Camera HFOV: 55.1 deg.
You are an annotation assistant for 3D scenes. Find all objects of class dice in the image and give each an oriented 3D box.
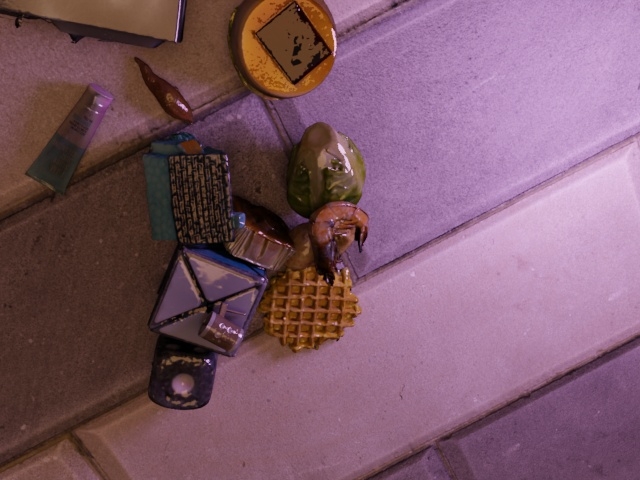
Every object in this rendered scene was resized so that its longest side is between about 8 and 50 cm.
[{"bbox_3d":[-0.402,0.377,1.797,0.182,0.183,0.182,11,103,-13],"label":"dice"}]

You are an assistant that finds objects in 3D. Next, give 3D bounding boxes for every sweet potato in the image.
[{"bbox_3d":[-0.415,-0.394,1.625,0.068,0.068,0.226,-40,108,4],"label":"sweet potato"}]

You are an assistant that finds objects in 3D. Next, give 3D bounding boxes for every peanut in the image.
[{"bbox_3d":[0.000,0.000,1.777,0.253,0.122,0.137,-18,141,-6],"label":"peanut"}]

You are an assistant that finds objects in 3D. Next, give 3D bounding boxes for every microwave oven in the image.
[{"bbox_3d":[-0.529,-0.648,1.437,0.431,0.236,0.375,8,105,-11],"label":"microwave oven"}]

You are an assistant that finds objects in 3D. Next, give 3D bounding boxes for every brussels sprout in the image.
[{"bbox_3d":[0.013,-0.184,1.668,0.219,0.210,0.272,-1,139,5],"label":"brussels sprout"}]

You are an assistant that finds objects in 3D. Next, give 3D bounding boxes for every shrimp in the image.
[{"bbox_3d":[0.053,-0.002,1.679,0.178,0.075,0.290,-20,129,-12],"label":"shrimp"}]

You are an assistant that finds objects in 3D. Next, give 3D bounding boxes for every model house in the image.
[{"bbox_3d":[-0.294,-0.139,1.583,0.240,0.226,0.262,6,110,27],"label":"model house"}]

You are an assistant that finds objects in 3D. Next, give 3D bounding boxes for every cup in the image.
[{"bbox_3d":[-0.249,0.225,1.577,0.099,0.102,0.074,33,138,-16],"label":"cup"}]

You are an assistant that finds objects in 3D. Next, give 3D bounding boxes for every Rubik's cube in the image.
[{"bbox_3d":[-0.308,0.133,1.700,0.260,0.259,0.255,20,101,-16],"label":"Rubik's cube"}]

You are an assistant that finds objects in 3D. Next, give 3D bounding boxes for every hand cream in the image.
[{"bbox_3d":[-0.661,-0.268,1.622,0.111,0.070,0.312,31,103,-19],"label":"hand cream"}]

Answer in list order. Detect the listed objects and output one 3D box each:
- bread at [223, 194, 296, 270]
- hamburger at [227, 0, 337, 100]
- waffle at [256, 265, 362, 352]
[{"bbox_3d":[-0.176,-0.026,1.697,0.192,0.210,0.110,26,110,-26],"label":"bread"},{"bbox_3d":[-0.099,-0.511,1.580,0.299,0.176,0.301,-4,112,-10],"label":"hamburger"},{"bbox_3d":[-0.034,0.209,1.871,0.328,0.062,0.330,-3,107,-10],"label":"waffle"}]
